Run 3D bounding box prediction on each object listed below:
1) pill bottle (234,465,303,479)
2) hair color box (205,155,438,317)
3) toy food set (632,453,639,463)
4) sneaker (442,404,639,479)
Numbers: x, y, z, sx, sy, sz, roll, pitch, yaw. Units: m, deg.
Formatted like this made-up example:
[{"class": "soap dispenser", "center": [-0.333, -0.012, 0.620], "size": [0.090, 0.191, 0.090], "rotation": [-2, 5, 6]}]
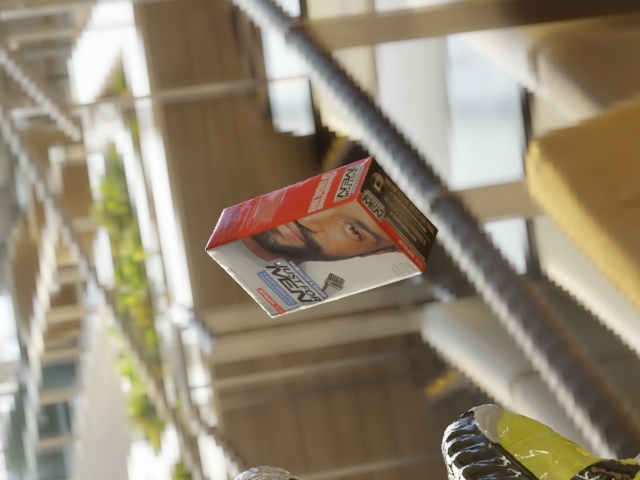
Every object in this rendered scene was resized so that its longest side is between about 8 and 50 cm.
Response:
[{"class": "pill bottle", "center": [-0.040, 0.291, 1.923], "size": [0.187, 0.112, 0.112], "rotation": [-126, 30, -72]}, {"class": "hair color box", "center": [0.000, 0.000, 1.607], "size": [0.167, 0.093, 0.053], "rotation": [-19, 36, 39]}, {"class": "toy food set", "center": [0.249, 0.274, 1.509], "size": [0.092, 0.306, 0.220], "rotation": [47, -168, -17]}, {"class": "sneaker", "center": [0.210, 0.196, 1.040], "size": [0.384, 0.147, 0.145], "rotation": [38, 153, 44]}]
